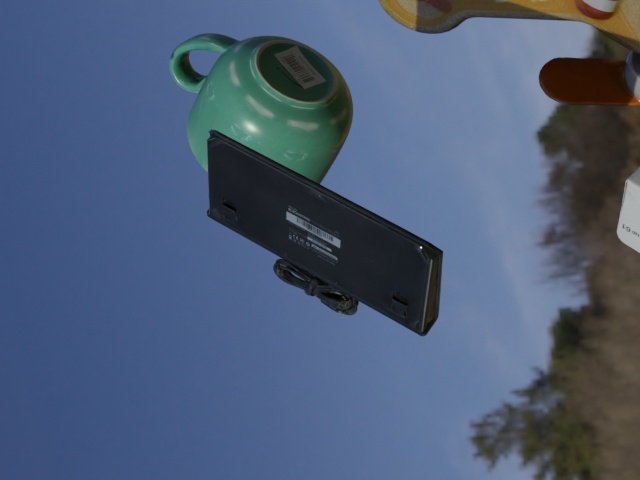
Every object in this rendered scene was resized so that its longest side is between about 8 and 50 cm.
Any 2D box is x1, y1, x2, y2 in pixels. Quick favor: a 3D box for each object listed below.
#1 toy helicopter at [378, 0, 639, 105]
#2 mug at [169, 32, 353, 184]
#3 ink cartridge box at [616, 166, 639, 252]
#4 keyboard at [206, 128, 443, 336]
[{"bbox_3d":[0.208,-0.184,1.054,0.140,0.355,0.235,-63,-37,-33],"label":"toy helicopter"},{"bbox_3d":[-0.050,-0.115,1.192,0.097,0.158,0.129,122,157,-44],"label":"mug"},{"bbox_3d":[0.240,-0.030,0.797,0.122,0.088,0.052,-41,-30,-26],"label":"ink cartridge box"},{"bbox_3d":[0.000,0.000,0.912,0.023,0.180,0.108,-42,-30,-36],"label":"keyboard"}]
